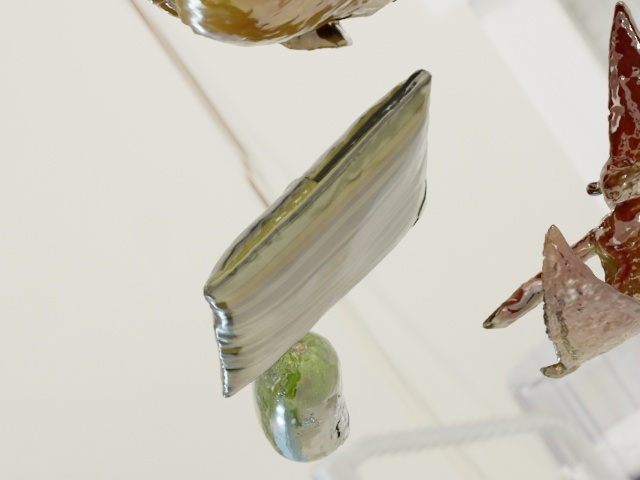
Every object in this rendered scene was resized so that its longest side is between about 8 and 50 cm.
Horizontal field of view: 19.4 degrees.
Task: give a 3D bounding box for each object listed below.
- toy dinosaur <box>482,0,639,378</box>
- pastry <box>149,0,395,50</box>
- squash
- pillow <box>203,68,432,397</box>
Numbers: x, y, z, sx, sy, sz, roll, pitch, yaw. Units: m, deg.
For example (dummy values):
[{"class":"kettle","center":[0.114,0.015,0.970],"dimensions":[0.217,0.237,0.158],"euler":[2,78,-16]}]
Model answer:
[{"class":"toy dinosaur","center":[0.183,-0.043,1.157],"dimensions":[0.206,0.113,0.327],"euler":[-24,23,53]},{"class":"pastry","center":[0.017,-0.256,1.088],"dimensions":[0.356,0.164,0.356],"euler":[-40,-16,-14]},{"class":"squash","center":[-0.015,0.150,1.667],"dimensions":[0.087,0.087,0.331],"euler":[-36,-15,-7]},{"class":"pillow","center":[0.000,0.000,1.256],"dimensions":[0.208,0.052,0.212],"euler":[-44,-16,-16]}]
